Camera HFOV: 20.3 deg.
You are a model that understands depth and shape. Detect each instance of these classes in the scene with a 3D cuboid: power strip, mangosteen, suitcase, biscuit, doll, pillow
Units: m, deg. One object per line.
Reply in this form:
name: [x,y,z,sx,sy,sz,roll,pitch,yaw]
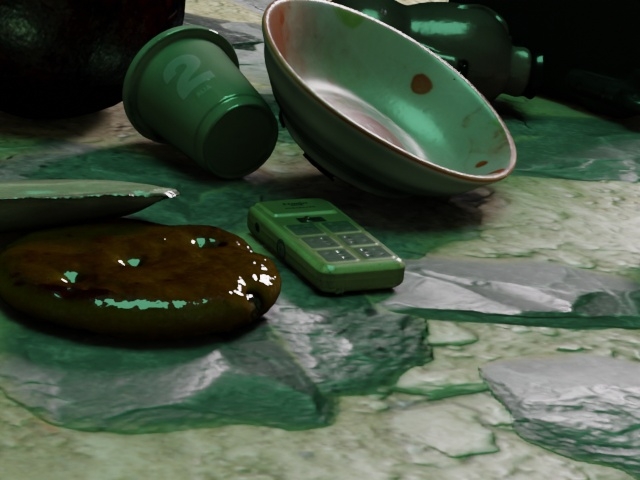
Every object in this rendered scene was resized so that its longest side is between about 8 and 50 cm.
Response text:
power strip: [0.000,0.000,1.423,0.076,0.028,0.169,-5,22,-25]
mangosteen: [-0.263,-0.268,1.717,0.300,0.300,0.300,5,19,-2]
suitcase: [0.292,-0.328,1.969,0.339,0.345,0.188,21,30,37]
biscuit: [-0.135,0.023,1.307,0.212,0.036,0.212,5,18,-2]
doll: [0.099,-0.198,1.881,0.257,0.117,0.182,1,18,-15]
pillow: [-0.225,-0.027,1.383,0.232,0.038,0.130,-4,-5,-24]

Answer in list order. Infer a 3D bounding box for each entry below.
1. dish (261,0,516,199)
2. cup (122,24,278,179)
dish: [0.044,-0.108,1.594,0.260,0.085,0.260,26,27,-14]
cup: [-0.106,-0.119,1.628,0.120,0.120,0.141,-7,37,-32]
